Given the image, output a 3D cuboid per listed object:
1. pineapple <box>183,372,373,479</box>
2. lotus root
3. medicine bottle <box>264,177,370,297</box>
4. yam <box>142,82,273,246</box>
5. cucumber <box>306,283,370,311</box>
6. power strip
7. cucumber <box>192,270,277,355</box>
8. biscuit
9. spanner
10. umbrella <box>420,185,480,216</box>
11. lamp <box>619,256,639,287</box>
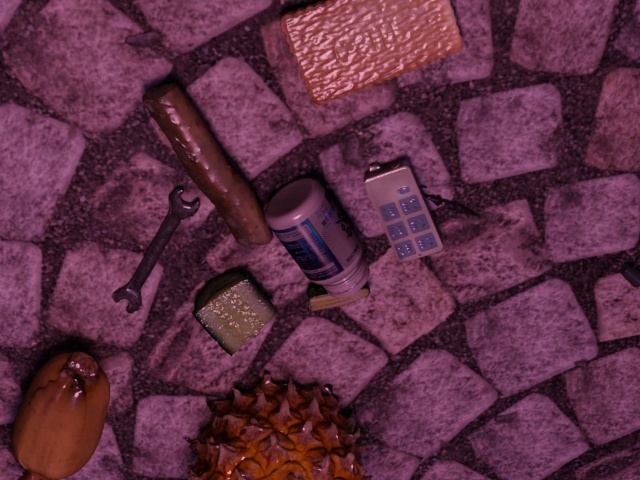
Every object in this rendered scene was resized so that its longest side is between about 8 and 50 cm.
[{"bbox_3d":[-0.077,0.436,1.961,0.352,0.300,0.352,0,121,0],"label":"pineapple"},{"bbox_3d":[-0.444,0.305,1.920,0.146,0.131,0.303,26,116,4],"label":"lotus root"},{"bbox_3d":[0.000,0.000,1.808,0.107,0.107,0.191,-30,120,10],"label":"medicine bottle"},{"bbox_3d":[-0.169,-0.111,1.741,0.067,0.071,0.317,-48,124,-26],"label":"yam"},{"bbox_3d":[0.030,0.086,1.905,0.107,0.035,0.067,-11,153,-1],"label":"cucumber"},{"bbox_3d":[0.136,-0.047,1.836,0.081,0.035,0.192,-17,122,14],"label":"power strip"},{"bbox_3d":[-0.143,0.115,1.886,0.116,0.062,0.115,-37,121,6],"label":"cucumber"},{"bbox_3d":[0.078,-0.311,1.675,0.250,0.030,0.160,-21,122,5],"label":"biscuit"},{"bbox_3d":[-0.270,0.020,1.837,0.054,0.015,0.254,23,115,-20],"label":"spanner"},{"bbox_3d":[0.211,-0.059,1.857,0.122,0.013,0.022,25,95,-19],"label":"umbrella"},{"bbox_3d":[0.566,0.025,1.945,0.054,0.041,0.121,33,115,-15],"label":"lamp"}]
